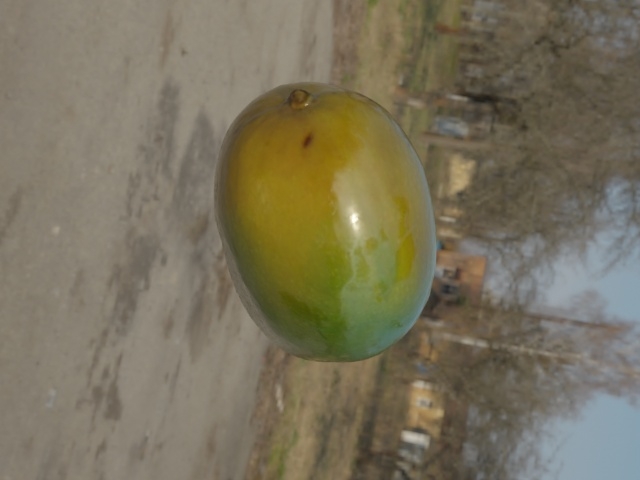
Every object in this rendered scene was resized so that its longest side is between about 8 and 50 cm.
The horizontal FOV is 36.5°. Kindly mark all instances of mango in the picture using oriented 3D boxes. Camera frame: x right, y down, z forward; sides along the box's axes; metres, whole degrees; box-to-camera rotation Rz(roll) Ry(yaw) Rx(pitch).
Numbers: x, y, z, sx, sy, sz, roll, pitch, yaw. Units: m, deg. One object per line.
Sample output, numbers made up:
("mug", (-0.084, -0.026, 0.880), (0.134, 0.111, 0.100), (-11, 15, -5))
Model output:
("mango", (0.000, 0.000, 0.582), (0.156, 0.114, 0.251), (57, -10, 11))
